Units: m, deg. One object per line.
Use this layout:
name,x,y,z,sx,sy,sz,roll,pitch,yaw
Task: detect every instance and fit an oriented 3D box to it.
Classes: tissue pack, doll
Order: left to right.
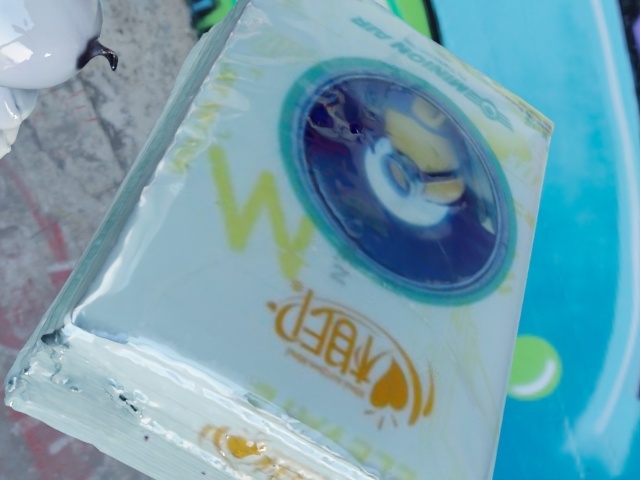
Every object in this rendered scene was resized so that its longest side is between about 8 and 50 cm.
doll,-0.242,-0.139,0.576,0.208,0.271,0.144,46,61,-19
tissue pack,0.000,0.000,0.694,0.287,0.162,0.388,30,48,-13
